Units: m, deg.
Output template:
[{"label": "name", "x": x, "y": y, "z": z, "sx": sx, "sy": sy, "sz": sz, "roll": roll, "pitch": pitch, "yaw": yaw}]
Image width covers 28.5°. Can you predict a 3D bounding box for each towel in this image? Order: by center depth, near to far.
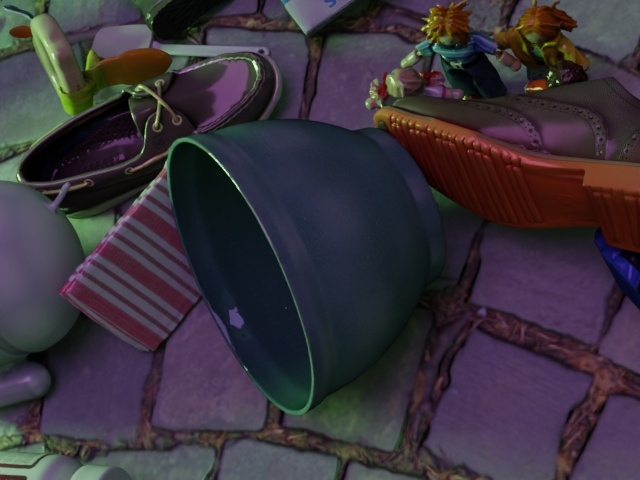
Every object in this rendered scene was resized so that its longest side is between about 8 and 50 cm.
[{"label": "towel", "x": -0.176, "y": 0.016, "z": 1.373, "sx": 0.197, "sy": 0.144, "sz": 0.029, "roll": -51, "pitch": 42, "yaw": -4}]

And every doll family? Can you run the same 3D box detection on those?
[{"label": "doll family", "x": 0.178, "y": -0.185, "z": 1.303, "sx": 0.263, "sy": 0.163, "sz": 0.118, "roll": 0, "pitch": 70, "yaw": 21}]

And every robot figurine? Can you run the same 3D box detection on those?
[{"label": "robot figurine", "x": -0.412, "y": 0.056, "z": 1.410, "sx": 0.353, "sy": 0.200, "sz": 0.300, "roll": -21, "pitch": 104, "yaw": 12}]

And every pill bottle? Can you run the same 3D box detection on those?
[{"label": "pill bottle", "x": -0.315, "y": 0.284, "z": 1.330, "sx": 0.221, "sy": 0.121, "sz": 0.121, "roll": 0, "pitch": 70, "yaw": 20}]

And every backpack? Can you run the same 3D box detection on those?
[{"label": "backpack", "x": 0.333, "y": -0.001, "z": 1.212, "sx": 0.120, "sy": 0.098, "sz": 0.101, "roll": -39, "pitch": 58, "yaw": 3}]

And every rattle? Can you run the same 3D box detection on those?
[{"label": "rattle", "x": -0.291, "y": -0.247, "z": 1.538, "sx": 0.143, "sy": 0.130, "sz": 0.199, "roll": -37, "pitch": 36, "yaw": -2}]

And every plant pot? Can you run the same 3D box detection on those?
[{"label": "plant pot", "x": 0.000, "y": 0.000, "z": 1.256, "sx": 0.196, "sy": 0.293, "sz": 0.293, "roll": -24, "pitch": 60, "yaw": -20}]

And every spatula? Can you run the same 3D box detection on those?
[{"label": "spatula", "x": -0.183, "y": -0.181, "z": 1.518, "sx": 0.242, "sy": 0.019, "sz": 0.168, "roll": 5, "pitch": 71, "yaw": 22}]

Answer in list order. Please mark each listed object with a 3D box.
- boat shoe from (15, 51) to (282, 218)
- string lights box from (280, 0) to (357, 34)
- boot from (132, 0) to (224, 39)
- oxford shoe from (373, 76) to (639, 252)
[{"label": "boat shoe", "x": -0.197, "y": -0.128, "z": 1.447, "sx": 0.324, "sy": 0.097, "sz": 0.116, "roll": -25, "pitch": 70, "yaw": 13}, {"label": "string lights box", "x": -0.039, "y": -0.376, "z": 1.438, "sx": 0.133, "sy": 0.077, "sz": 0.259, "roll": -35, "pitch": 94, "yaw": 4}, {"label": "boot", "x": -0.191, "y": -0.360, "z": 1.569, "sx": 0.190, "sy": 0.076, "sz": 0.208, "roll": -34, "pitch": 51, "yaw": -7}, {"label": "oxford shoe", "x": 0.222, "y": -0.090, "z": 1.204, "sx": 0.364, "sy": 0.130, "sz": 0.132, "roll": 19, "pitch": 65, "yaw": 30}]
